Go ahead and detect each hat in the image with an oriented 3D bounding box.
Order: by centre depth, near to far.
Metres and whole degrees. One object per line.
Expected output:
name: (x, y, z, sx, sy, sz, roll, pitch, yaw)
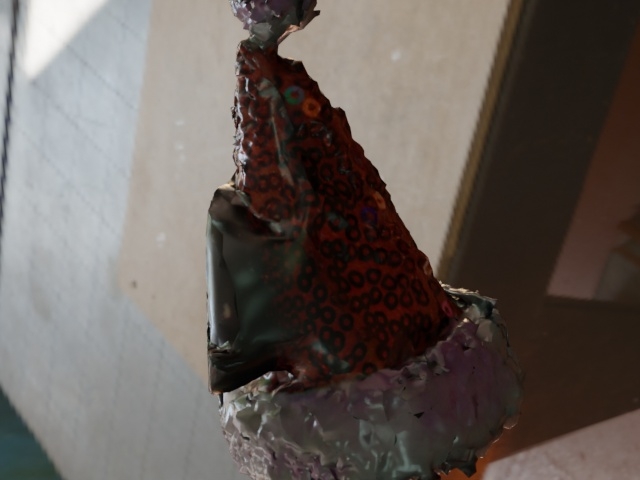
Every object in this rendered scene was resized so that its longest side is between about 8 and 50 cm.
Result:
hat: (-0.004, 0.001, 0.489, 0.128, 0.140, 0.227, 1, 116, 39)
